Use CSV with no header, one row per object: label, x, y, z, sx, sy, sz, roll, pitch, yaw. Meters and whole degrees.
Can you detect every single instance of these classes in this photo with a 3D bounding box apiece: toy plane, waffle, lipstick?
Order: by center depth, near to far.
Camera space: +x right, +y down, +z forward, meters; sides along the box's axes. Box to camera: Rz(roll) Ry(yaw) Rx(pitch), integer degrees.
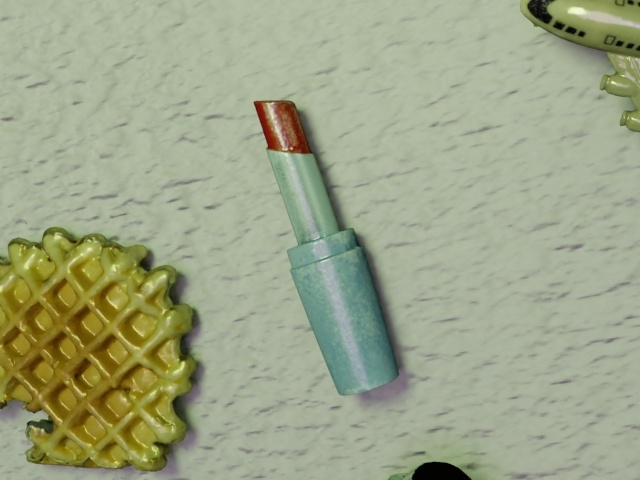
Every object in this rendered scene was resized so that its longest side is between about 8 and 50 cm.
toy plane,0.273,-0.153,0.718,0.244,0.092,0.228,16,104,18
lipstick,0.000,0.000,0.848,0.068,0.061,0.274,-18,90,22
waffle,-0.246,0.111,0.955,0.261,0.056,0.249,1,97,21

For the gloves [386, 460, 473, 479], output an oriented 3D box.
gloves,0.075,0.291,0.842,0.128,0.111,0.212,31,134,8
